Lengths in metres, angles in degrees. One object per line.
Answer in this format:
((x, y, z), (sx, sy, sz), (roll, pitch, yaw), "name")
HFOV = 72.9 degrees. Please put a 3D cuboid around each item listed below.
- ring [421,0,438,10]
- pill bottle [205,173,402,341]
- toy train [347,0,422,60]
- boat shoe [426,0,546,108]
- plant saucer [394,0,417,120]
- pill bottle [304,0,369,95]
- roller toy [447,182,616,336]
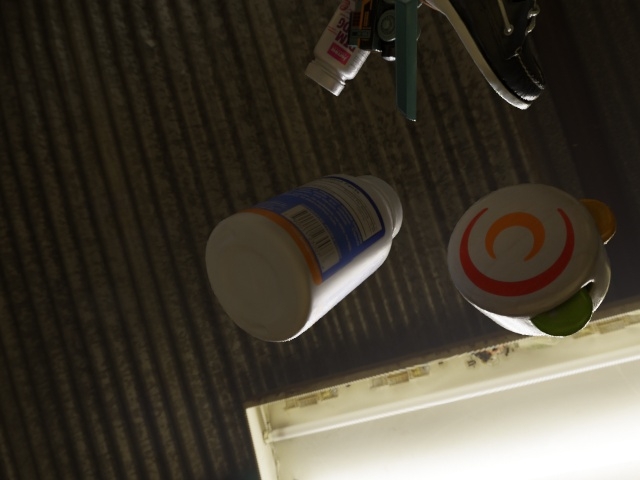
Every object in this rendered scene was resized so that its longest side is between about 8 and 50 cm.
((0.253, -0.482, 0.592), (0.336, 0.032, 0.337), (-7, -102, 39), "ring")
((0.000, 0.000, 0.565), (0.152, 0.272, 0.153), (15, -62, 30), "pill bottle")
((0.175, -0.666, 1.167), (0.190, 0.142, 0.335), (21, -64, 36), "toy train")
((0.198, -0.272, 0.500), (0.091, 0.302, 0.115), (-30, -135, 37), "boat shoe")
((0.140, -0.299, 0.719), (0.018, 0.067, 0.192), (-13, -52, -4), "plant saucer")
((0.078, -0.626, 1.392), (0.160, 0.160, 0.283), (36, -73, 6), "pill bottle")
((0.295, 0.028, 0.617), (0.191, 0.146, 0.210), (7, -109, 44), "roller toy")
